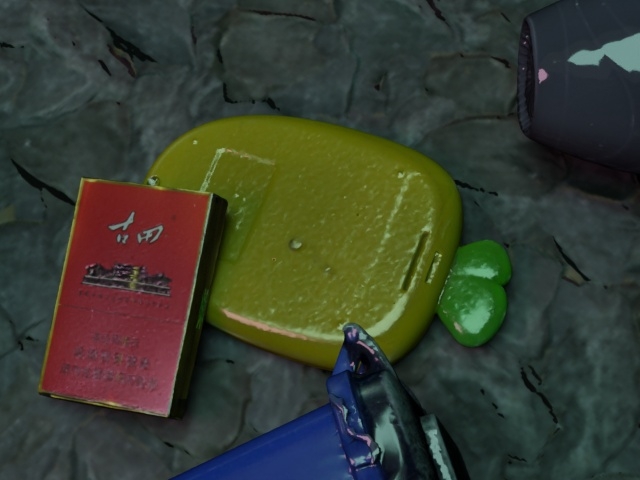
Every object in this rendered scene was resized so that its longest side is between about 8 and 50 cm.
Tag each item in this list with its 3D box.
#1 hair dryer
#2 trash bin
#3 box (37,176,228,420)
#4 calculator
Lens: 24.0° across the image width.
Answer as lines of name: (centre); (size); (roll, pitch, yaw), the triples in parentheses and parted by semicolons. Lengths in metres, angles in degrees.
hair dryer: (0.265, -0.015, 0.752); (0.301, 0.121, 0.361); (0, 41, 0)
trash bin: (-0.032, 0.171, 0.764); (0.234, 0.162, 0.184); (-22, 67, 6)
box: (-0.110, 0.033, 0.874); (0.090, 0.023, 0.133); (9, 83, 21)
calculator: (0.000, 0.000, 0.886); (0.235, 0.032, 0.146); (16, 73, 16)
